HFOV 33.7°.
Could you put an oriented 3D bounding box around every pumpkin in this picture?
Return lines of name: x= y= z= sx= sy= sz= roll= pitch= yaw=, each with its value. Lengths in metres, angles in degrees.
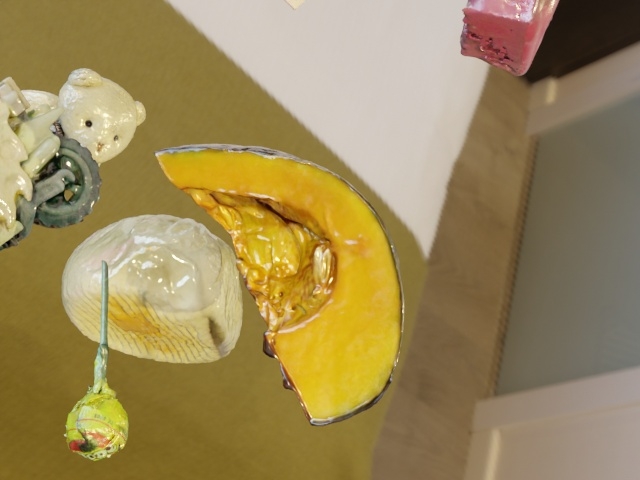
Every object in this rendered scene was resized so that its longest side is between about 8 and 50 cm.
pumpkin: x=0.000 y=0.000 z=1.007 sx=0.312 sy=0.169 sz=0.148 roll=57 pitch=22 yaw=7

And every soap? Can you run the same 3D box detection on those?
soap: x=0.300 y=-0.428 z=1.544 sx=0.127 sy=0.220 sz=0.325 roll=15 pitch=68 yaw=6

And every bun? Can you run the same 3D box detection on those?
bun: x=-0.188 y=0.055 z=1.289 sx=0.243 sy=0.243 sz=0.153 roll=34 pitch=60 yaw=-30

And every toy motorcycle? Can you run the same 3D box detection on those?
toy motorcycle: x=-0.479 y=-0.055 z=1.333 sx=0.410 sy=0.168 sz=0.237 roll=-33 pitch=109 yaw=-31

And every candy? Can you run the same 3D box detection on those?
candy: x=-0.130 y=0.069 z=0.631 sx=0.035 sy=0.035 sz=0.123 roll=8 pitch=67 yaw=-21

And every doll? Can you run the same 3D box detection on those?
doll: x=-0.452 y=-0.178 z=1.857 sx=0.175 sy=0.278 sz=0.149 roll=32 pitch=40 yaw=-51

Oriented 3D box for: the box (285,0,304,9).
box: x=-0.098 y=-0.468 z=1.398 sx=0.214 sy=0.069 sz=0.353 roll=39 pitch=28 yaw=-30
